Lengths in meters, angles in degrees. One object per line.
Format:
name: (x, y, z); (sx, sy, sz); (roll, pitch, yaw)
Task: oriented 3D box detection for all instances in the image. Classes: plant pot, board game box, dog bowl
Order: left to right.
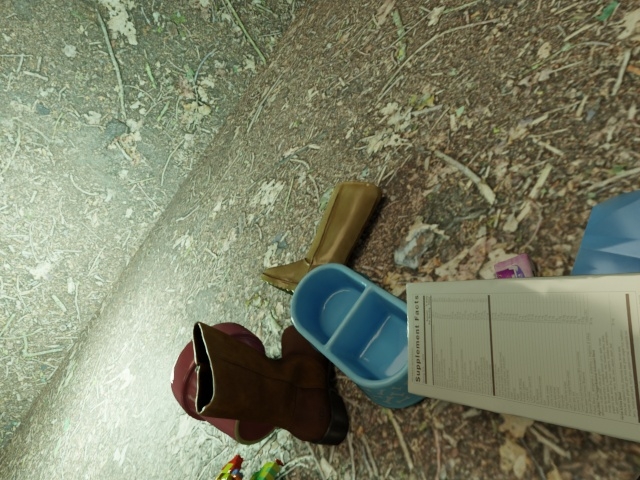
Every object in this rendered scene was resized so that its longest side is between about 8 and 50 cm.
plant pot: (-0.164, 0.291, 0.803); (0.180, 0.201, 0.201); (25, 83, 41)
dog bowl: (0.062, 0.139, 0.671); (0.297, 0.074, 0.166); (31, 82, 45)
board game box: (0.371, 0.025, 0.460); (0.133, 0.033, 0.169); (14, 80, 50)

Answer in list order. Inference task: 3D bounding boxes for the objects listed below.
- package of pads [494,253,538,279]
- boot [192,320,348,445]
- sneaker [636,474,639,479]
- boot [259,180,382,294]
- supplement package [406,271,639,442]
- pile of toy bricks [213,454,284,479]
package of pads: (0.271, 0.064, 0.554); (0.050, 0.032, 0.083); (-29, 42, 36)
boot: (-0.100, 0.206, 0.688); (0.096, 0.280, 0.264); (-43, 36, 20)
sneaker: (0.282, 0.293, 0.297); (0.147, 0.129, 0.330); (24, 86, 42)
boot: (0.000, 0.000, 0.914); (0.236, 0.089, 0.270); (10, 72, 41)
supplement package: (0.231, 0.110, 0.444); (0.244, 0.133, 0.139); (-9, 76, 49)
pile of toy bricks: (-0.107, 0.426, 0.703); (0.105, 0.118, 0.212); (-47, 4, -38)
